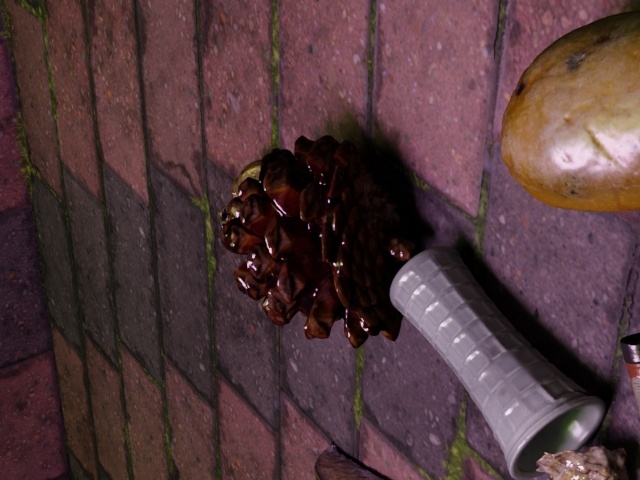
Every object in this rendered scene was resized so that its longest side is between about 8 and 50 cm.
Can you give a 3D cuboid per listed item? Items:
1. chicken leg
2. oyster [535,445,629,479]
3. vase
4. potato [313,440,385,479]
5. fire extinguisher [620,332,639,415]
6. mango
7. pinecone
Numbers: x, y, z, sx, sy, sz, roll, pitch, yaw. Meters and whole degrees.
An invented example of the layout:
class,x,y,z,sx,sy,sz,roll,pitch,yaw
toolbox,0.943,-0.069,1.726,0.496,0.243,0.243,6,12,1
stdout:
class,x,y,z,sx,sy,sz,roll,pitch,yaw
chicken leg,-0.112,-0.055,1.983,0.103,0.088,0.228,50,145,9
oyster,0.329,0.299,1.424,0.166,0.108,0.053,56,-164,-38
vase,0.211,0.141,1.497,0.299,0.143,0.143,53,148,35
potato,0.056,0.442,1.980,0.261,0.100,0.120,16,121,57
fire extinguisher,0.373,0.190,1.318,0.062,0.050,0.177,-9,100,42
mango,0.317,-0.124,1.121,0.329,0.175,0.176,-5,126,43
pinecone,-0.007,0.002,1.666,0.296,0.242,0.298,18,127,54
